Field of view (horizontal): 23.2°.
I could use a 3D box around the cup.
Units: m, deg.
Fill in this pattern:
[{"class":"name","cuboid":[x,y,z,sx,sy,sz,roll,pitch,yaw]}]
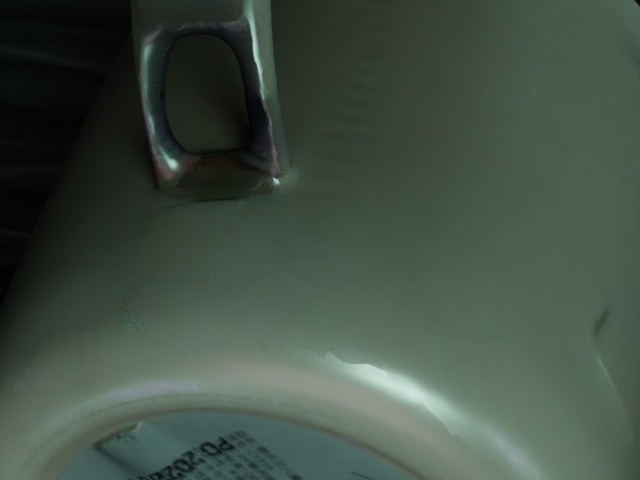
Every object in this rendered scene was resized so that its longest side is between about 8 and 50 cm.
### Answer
[{"class":"cup","cuboid":[0.000,0.000,0.439,0.191,0.200,0.253,-1,127,16]}]
